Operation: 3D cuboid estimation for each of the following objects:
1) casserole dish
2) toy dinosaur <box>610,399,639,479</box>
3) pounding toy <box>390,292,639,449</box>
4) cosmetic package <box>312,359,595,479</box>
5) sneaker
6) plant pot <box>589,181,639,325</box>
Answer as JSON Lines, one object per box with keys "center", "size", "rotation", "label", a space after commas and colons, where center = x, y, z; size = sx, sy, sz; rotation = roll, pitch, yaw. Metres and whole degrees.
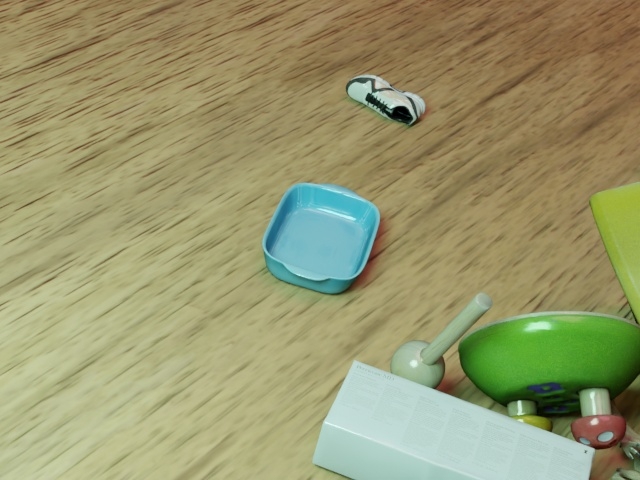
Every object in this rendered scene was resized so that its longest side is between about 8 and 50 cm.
{"center": [0.000, 0.000, 1.491], "size": [0.114, 0.037, 0.188], "rotation": [16, 34, 4], "label": "casserole dish"}
{"center": [0.316, 0.212, 1.306], "size": [0.092, 0.053, 0.183], "rotation": [-4, 40, -50], "label": "toy dinosaur"}
{"center": [0.201, 0.143, 1.274], "size": [0.237, 0.183, 0.110], "rotation": [11, 64, -25], "label": "pounding toy"}
{"center": [0.122, 0.197, 1.234], "size": [0.239, 0.060, 0.099], "rotation": [20, 37, 9], "label": "cosmetic package"}
{"center": [0.083, -0.184, 1.775], "size": [0.109, 0.040, 0.044], "rotation": [19, 37, 9], "label": "sneaker"}
{"center": [0.411, 0.058, 1.369], "size": [0.212, 0.212, 0.187], "rotation": [-15, 52, 17], "label": "plant pot"}
